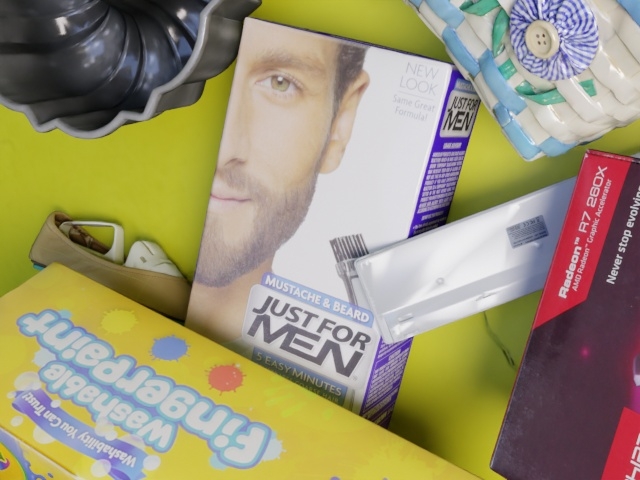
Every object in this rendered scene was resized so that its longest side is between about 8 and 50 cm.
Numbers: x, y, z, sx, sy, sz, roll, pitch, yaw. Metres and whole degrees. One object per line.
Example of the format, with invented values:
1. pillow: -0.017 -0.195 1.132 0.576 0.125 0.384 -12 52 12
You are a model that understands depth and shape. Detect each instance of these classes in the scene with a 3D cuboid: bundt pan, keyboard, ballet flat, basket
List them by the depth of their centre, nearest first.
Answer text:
1. basket: 0.203 -0.197 0.461 0.289 0.201 0.255 -42 77 35
2. keyboard: 0.156 0.002 0.558 0.256 0.014 0.072 -21 96 4
3. bundt pan: -0.187 -0.258 0.697 0.330 0.124 0.331 4 98 27
4. ballet flat: -0.207 0.023 0.777 0.232 0.080 0.073 17 90 23

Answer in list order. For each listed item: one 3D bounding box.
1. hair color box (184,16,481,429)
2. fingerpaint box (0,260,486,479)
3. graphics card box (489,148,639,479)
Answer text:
1. hair color box: 0.000 0.000 0.649 0.185 0.110 0.339 20 104 24
2. fingerpaint box: -0.090 0.273 0.633 0.444 0.163 0.371 22 132 23
3. graphics card box: 0.275 0.098 0.386 0.371 0.094 0.233 25 102 51
